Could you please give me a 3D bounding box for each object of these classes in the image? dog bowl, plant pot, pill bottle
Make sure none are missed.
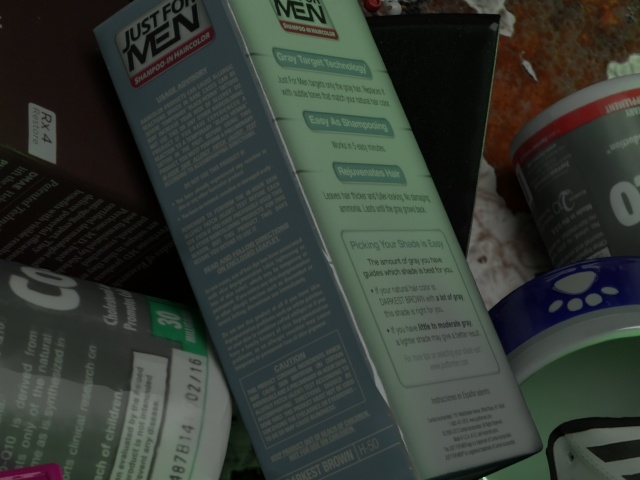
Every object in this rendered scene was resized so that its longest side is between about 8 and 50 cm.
[{"bbox_3d":[0.226,0.147,1.374,0.264,0.265,0.104,20,27,-15],"label":"dog bowl"},{"bbox_3d":[0.042,-0.092,1.447,0.166,0.188,0.188,8,93,1],"label":"plant pot"},{"bbox_3d":[-0.257,0.105,1.208,0.361,0.204,0.204,15,60,-19],"label":"pill bottle"},{"bbox_3d":[0.281,0.017,1.534,0.161,0.161,0.283,-10,70,-29],"label":"pill bottle"}]

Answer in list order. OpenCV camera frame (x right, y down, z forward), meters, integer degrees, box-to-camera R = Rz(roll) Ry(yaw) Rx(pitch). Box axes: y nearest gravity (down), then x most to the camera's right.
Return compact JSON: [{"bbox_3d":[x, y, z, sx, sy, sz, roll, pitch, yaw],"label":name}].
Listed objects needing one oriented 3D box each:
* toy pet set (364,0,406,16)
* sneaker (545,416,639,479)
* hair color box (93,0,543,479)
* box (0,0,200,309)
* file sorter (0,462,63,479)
[{"bbox_3d":[0.025,-0.177,1.571,0.122,0.065,0.114,-7,68,-28],"label":"toy pet set"},{"bbox_3d":[0.196,0.284,1.252,0.169,0.447,0.257,20,34,-46],"label":"sneaker"},{"bbox_3d":[0.000,0.000,1.252,0.185,0.113,0.375,-1,67,-58],"label":"hair color box"},{"bbox_3d":[-0.215,-0.088,1.284,0.381,0.143,0.191,24,46,-40],"label":"box"},{"bbox_3d":[-0.278,0.285,1.063,0.290,0.182,0.202,-7,40,-14],"label":"file sorter"}]
